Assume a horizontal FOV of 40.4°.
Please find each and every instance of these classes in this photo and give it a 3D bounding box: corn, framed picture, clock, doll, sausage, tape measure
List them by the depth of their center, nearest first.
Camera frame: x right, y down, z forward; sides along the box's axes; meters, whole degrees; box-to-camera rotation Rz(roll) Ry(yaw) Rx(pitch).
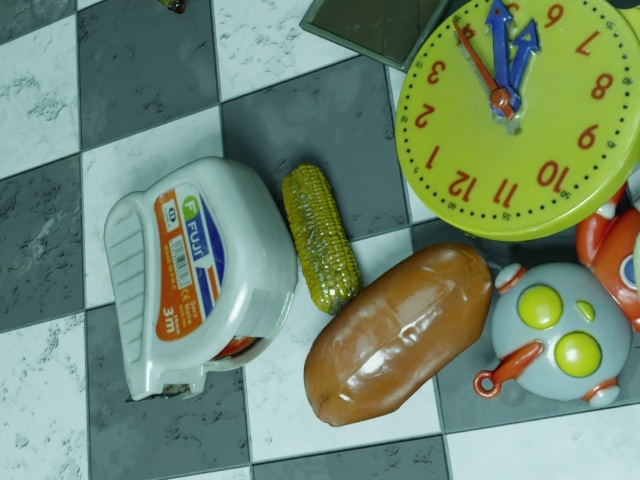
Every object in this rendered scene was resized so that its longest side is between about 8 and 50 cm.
[{"bbox_3d":[0.291,0.054,0.884,0.336,0.105,0.199,-38,77,11],"label":"doll"},{"bbox_3d":[0.201,-0.144,0.910,0.277,0.071,0.293,24,95,37],"label":"clock"},{"bbox_3d":[0.083,0.104,0.964,0.258,0.133,0.133,-42,62,11],"label":"sausage"},{"bbox_3d":[0.000,0.000,1.068,0.068,0.068,0.207,-26,67,18],"label":"corn"},{"bbox_3d":[-0.152,0.046,1.086,0.265,0.130,0.258,-25,67,29],"label":"tape measure"},{"bbox_3d":[0.104,-0.361,1.143,0.189,0.023,0.260,30,90,30],"label":"framed picture"}]

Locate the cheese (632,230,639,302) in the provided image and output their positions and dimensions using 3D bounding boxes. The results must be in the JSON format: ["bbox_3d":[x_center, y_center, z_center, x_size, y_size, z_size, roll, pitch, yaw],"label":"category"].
[{"bbox_3d":[0.354,0.098,0.800,0.127,0.054,0.251,13,125,40],"label":"cheese"}]

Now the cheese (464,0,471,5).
[{"bbox_3d":[0.238,-0.404,1.070,0.085,0.034,0.400,11,80,-2],"label":"cheese"}]

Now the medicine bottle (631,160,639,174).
[{"bbox_3d":[0.284,-0.155,0.957,0.132,0.088,0.188,-42,62,16],"label":"medicine bottle"}]

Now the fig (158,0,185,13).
[{"bbox_3d":[-0.270,-0.435,1.273,0.203,0.203,0.235,-12,95,23],"label":"fig"}]
